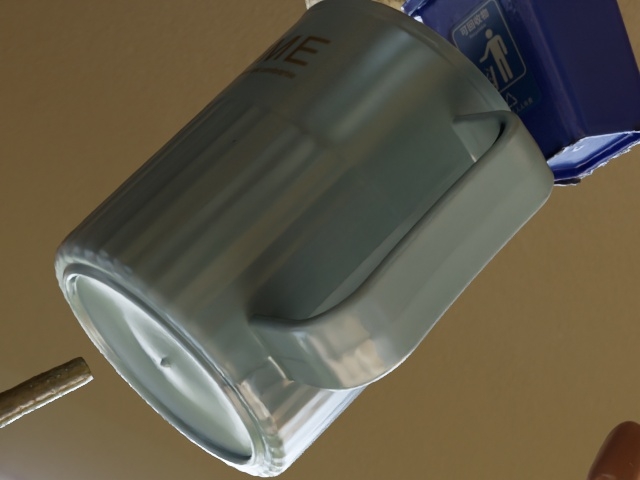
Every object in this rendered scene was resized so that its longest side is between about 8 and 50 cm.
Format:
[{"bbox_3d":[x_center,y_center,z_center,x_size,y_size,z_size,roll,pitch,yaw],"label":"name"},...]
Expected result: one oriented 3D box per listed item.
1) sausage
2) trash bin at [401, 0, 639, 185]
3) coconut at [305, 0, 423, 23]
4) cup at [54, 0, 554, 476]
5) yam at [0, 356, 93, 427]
[{"bbox_3d":[0.194,0.147,0.742,0.034,0.083,0.034,11,-66,26],"label":"sausage"},{"bbox_3d":[0.206,-0.176,1.051,0.162,0.184,0.235,-38,-113,53],"label":"trash bin"},{"bbox_3d":[0.135,-0.304,1.413,0.297,0.297,0.254,12,-22,18],"label":"coconut"},{"bbox_3d":[0.002,0.013,0.899,0.331,0.311,0.257,28,-29,35],"label":"cup"},{"bbox_3d":[-0.201,0.107,0.734,0.021,0.116,0.021,53,-22,32],"label":"yam"}]
